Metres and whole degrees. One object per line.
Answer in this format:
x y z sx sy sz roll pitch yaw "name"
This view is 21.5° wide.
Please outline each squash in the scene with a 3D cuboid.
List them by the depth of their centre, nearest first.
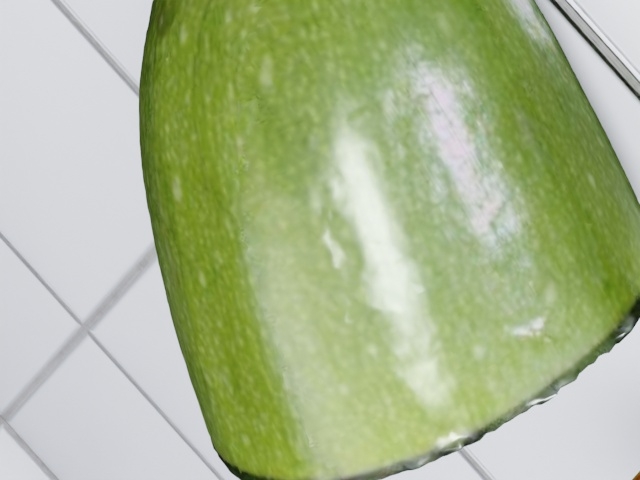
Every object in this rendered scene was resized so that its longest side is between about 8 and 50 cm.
0.003 -0.064 0.982 0.310 0.310 0.308 4 127 53 "squash"

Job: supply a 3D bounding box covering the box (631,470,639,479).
0.294 0.094 0.879 0.084 0.193 0.301 49 153 -1 "box"
